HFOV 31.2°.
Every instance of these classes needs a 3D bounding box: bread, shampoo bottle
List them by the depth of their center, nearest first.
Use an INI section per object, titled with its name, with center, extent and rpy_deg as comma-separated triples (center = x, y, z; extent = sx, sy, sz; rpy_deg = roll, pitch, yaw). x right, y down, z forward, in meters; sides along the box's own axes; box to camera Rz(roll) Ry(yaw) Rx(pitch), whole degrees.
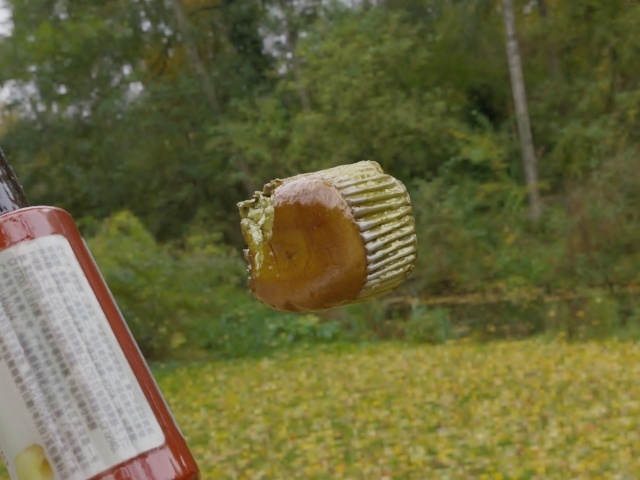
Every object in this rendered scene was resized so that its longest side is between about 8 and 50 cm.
[shampoo bottle]
center = -0.181, 0.052, 0.723
extent = 0.104, 0.278, 0.104
rpy_deg = -27, -13, -7
[bread]
center = 0.000, 0.000, 1.429
extent = 0.133, 0.178, 0.250
rpy_deg = -20, 5, -40

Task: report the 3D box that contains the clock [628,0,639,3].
[clock]
center = 0.261, -0.177, 0.823
extent = 0.083, 0.010, 0.074
rpy_deg = -11, 9, -38
